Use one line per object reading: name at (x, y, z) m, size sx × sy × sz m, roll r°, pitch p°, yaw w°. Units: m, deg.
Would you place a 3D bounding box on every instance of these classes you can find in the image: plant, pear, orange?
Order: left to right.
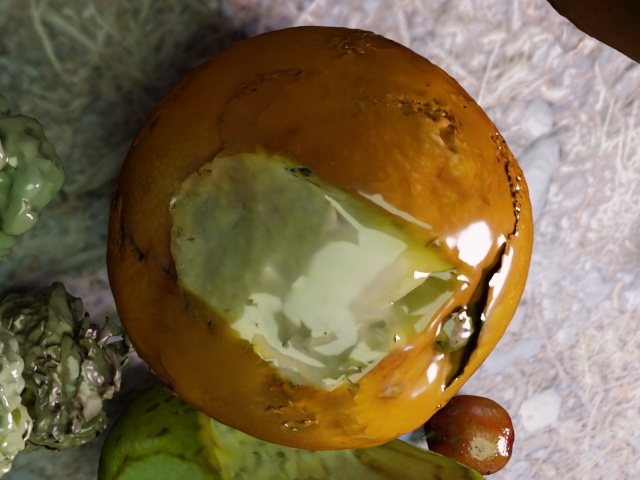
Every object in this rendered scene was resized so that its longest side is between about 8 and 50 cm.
plant at (-0.159, 0.078, 0.574) m, size 0.122 × 0.104 × 0.116 m, roll -19°, pitch 167°, yaw -46°
pear at (-0.014, 0.183, 0.605) m, size 0.238 × 0.255 × 0.164 m, roll 9°, pitch 106°, yaw -58°
orange at (0.000, 0.000, 0.495) m, size 0.240 × 0.240 × 0.240 m, roll -12°, pitch 123°, yaw -19°

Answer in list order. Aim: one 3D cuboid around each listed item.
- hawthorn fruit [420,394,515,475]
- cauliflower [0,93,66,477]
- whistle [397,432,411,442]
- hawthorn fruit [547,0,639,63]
hawthorn fruit at (0.126, 0.166, 0.750) m, size 0.077 × 0.077 × 0.077 m, roll -12°, pitch 123°, yaw -19°
cauliflower at (-0.272, 0.020, 0.368) m, size 0.327 × 0.260 × 0.281 m, roll -36°, pitch 147°, yaw -11°
whistle at (0.022, 0.199, 0.725) m, size 0.062 × 0.062 × 0.304 m, roll 11°, pitch 113°, yaw -30°
hawthorn fruit at (0.265, -0.214, 0.475) m, size 0.301 × 0.268 × 0.268 m, roll -3°, pitch 120°, yaw -35°
